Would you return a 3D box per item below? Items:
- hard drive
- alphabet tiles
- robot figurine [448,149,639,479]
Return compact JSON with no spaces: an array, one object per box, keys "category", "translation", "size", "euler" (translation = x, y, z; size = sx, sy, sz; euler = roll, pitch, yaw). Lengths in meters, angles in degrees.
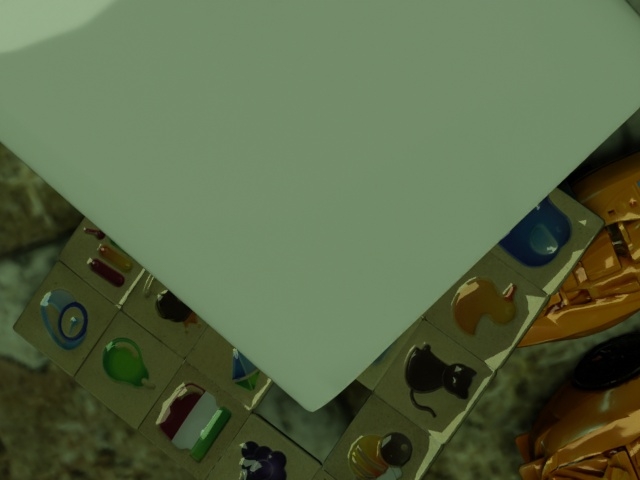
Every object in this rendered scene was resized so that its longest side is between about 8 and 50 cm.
[{"category":"hard drive","translation":[-0.039,-0.105,0.682],"size":[0.210,0.040,0.319],"euler":[-44,113,7]},{"category":"alphabet tiles","translation":[0.000,0.000,0.788],"size":[0.198,0.009,0.237],"euler":[36,96,17]},{"category":"robot figurine","translation":[0.211,0.022,0.802],"size":[0.291,0.085,0.211],"euler":[-22,109,11]}]
